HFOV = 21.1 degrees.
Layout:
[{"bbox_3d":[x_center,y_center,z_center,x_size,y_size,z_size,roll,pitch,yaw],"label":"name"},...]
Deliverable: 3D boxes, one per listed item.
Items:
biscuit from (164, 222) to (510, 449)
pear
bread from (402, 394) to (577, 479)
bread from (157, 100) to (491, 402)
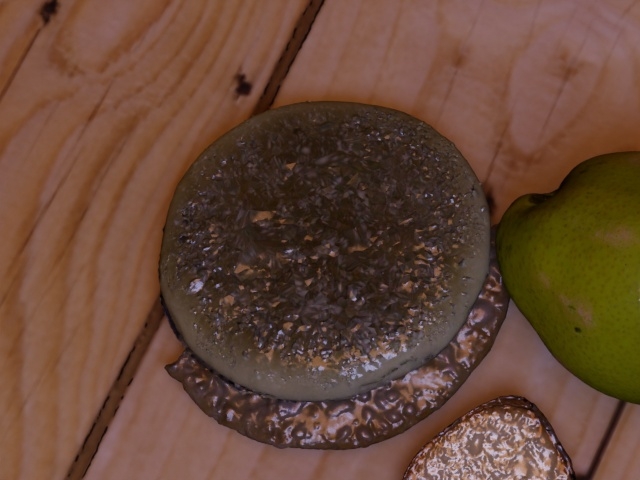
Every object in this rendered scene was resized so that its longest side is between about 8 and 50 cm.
[{"bbox_3d":[0.028,0.090,1.330,0.290,0.038,0.141,-17,75,-1],"label":"biscuit"},{"bbox_3d":[0.239,0.023,1.273,0.220,0.187,0.187,32,79,20],"label":"pear"},{"bbox_3d":[0.130,0.193,1.301,0.129,0.044,0.126,-31,84,-8],"label":"bread"},{"bbox_3d":[0.000,0.000,1.321,0.267,0.040,0.267,-3,63,6],"label":"bread"}]
